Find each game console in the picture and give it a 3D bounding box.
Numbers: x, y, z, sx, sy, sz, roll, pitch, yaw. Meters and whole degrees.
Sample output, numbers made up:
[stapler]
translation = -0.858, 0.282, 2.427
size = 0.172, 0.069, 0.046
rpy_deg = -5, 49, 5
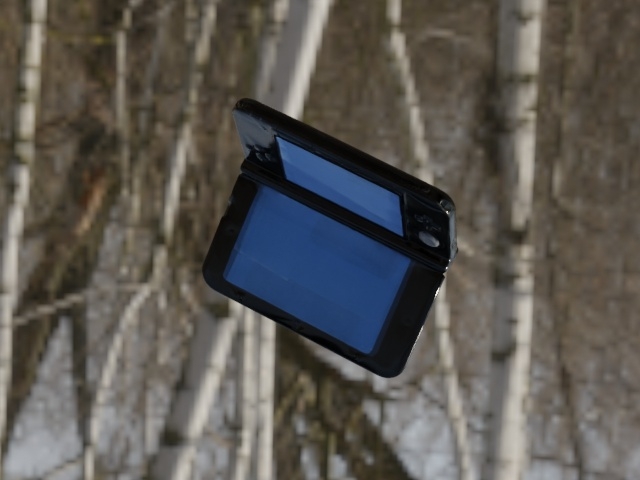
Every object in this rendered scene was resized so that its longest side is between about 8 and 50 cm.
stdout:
[game console]
translation = 0.000, 0.000, 0.901
size = 0.122, 0.071, 0.107
rpy_deg = 26, 163, 14
